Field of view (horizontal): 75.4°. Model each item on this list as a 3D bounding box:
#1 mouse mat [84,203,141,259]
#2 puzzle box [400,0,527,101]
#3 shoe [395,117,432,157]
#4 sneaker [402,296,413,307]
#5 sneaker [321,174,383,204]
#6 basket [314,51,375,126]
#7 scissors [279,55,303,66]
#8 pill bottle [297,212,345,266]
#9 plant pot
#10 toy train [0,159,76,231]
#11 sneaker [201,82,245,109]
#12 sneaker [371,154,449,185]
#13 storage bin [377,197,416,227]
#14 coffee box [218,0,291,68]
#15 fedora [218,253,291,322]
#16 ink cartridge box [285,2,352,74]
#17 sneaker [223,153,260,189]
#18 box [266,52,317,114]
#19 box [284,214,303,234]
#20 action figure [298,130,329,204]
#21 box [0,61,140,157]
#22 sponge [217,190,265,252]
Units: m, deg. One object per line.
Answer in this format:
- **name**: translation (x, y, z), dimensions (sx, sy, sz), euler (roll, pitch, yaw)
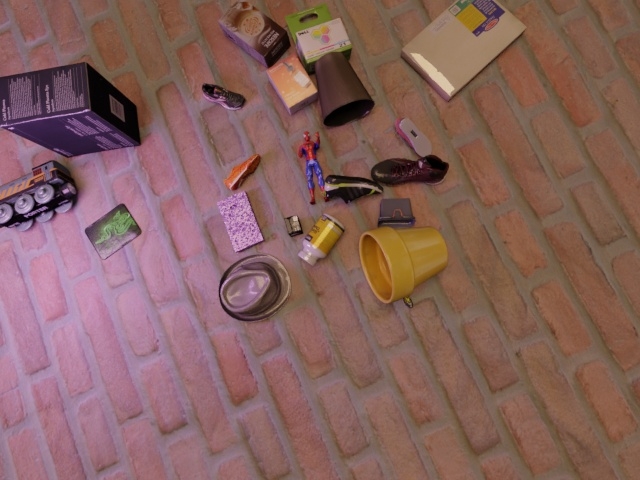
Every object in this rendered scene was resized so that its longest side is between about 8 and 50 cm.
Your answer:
- **mouse mat**: translation (-0.809, -0.035, 1.613), dimensions (0.189, 0.007, 0.153), euler (-36, 81, -3)
- **puzzle box**: translation (0.551, -0.767, 1.603), dimensions (0.409, 0.052, 0.272), euler (-42, 81, -3)
- **shoe**: translation (0.350, -0.391, 1.560), dimensions (0.063, 0.081, 0.178), euler (-42, 111, 9)
- **sneaker**: translation (0.307, 0.206, 1.492), dimensions (0.031, 0.035, 0.083), euler (-30, 81, 0)
- **sneaker**: translation (0.115, -0.182, 1.531), dimensions (0.234, 0.084, 0.097), euler (5, 112, -15)
- **basket**: translation (0.072, -0.576, 1.562), dimensions (0.204, 0.154, 0.227), euler (-19, 78, 6)
- **scissors**: translation (-0.048, -0.737, 1.656), dimensions (0.297, 0.021, 0.109), euler (-39, 81, -4)
- **pill bottle**: translation (0.000, 0.000, 1.506), dimensions (0.103, 0.103, 0.184), euler (36, 85, 8)
- **plant pot**: translation (0.291, 0.060, 1.423), dimensions (0.238, 0.254, 0.254), euler (-17, 81, -15)
- **toy train**: translation (-1.106, -0.170, 1.593), dimensions (0.333, 0.142, 0.190), euler (-24, 69, 2)
- **sneaker**: translation (-0.387, -0.567, 1.623), dimensions (0.178, 0.077, 0.072), euler (13, 84, 5)
- **sneaker**: translation (0.326, -0.268, 1.492), dimensions (0.281, 0.162, 0.107), euler (-1, 82, 3)
- **storage bin**: translation (0.274, -0.106, 1.514), dimensions (0.135, 0.098, 0.091), euler (-2, 72, 3)
- **coffee box**: translation (-0.258, -0.820, 1.638), dimensions (0.246, 0.098, 0.141), euler (39, 86, 8)
- **fedora**: translation (-0.249, 0.170, 1.488), dimensions (0.275, 0.124, 0.244), euler (-22, 82, 0)
- **ink cartridge box**: translation (-0.013, -0.807, 1.605), dimensions (0.188, 0.097, 0.255), euler (-21, 87, -5)
- **sneaker**: translation (-0.302, -0.273, 1.586), dimensions (0.067, 0.064, 0.175), euler (43, 84, 18)
- **box**: translation (-0.107, -0.597, 1.589), dimensions (0.130, 0.091, 0.171), euler (-32, 90, 1)
- **box**: translation (-0.098, -0.053, 1.529), dimensions (0.052, 0.083, 0.062), euler (-16, 81, 0)
- **action figure**: translation (-0.030, -0.288, 1.536), dimensions (0.091, 0.139, 0.281), euler (-12, 79, 1)
- **box**: translation (-0.891, -0.458, 1.506), dimensions (0.312, 0.343, 0.179), euler (-10, 83, 2)
- **sponge**: translation (-0.302, -0.071, 1.572), dimensions (0.117, 0.031, 0.210), euler (-22, 81, 0)
